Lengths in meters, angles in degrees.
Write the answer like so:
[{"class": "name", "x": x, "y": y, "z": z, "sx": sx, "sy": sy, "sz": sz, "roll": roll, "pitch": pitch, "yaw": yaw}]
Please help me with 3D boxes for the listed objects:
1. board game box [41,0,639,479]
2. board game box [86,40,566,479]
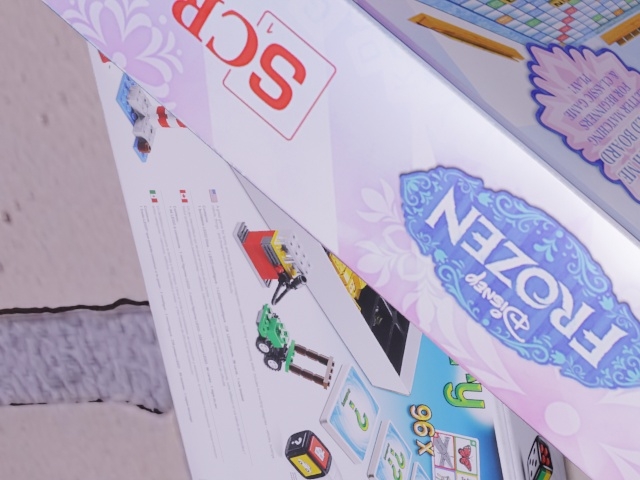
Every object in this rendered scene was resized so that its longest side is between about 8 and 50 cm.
[{"class": "board game box", "x": 0.045, "y": -0.111, "z": 0.536, "sx": 0.318, "sy": 0.319, "sz": 0.066, "roll": 41, "pitch": 126, "yaw": 8}, {"class": "board game box", "x": 0.000, "y": 0.000, "z": 0.763, "sx": 0.193, "sy": 0.053, "sz": 0.305, "roll": 1, "pitch": 111, "yaw": 34}]
